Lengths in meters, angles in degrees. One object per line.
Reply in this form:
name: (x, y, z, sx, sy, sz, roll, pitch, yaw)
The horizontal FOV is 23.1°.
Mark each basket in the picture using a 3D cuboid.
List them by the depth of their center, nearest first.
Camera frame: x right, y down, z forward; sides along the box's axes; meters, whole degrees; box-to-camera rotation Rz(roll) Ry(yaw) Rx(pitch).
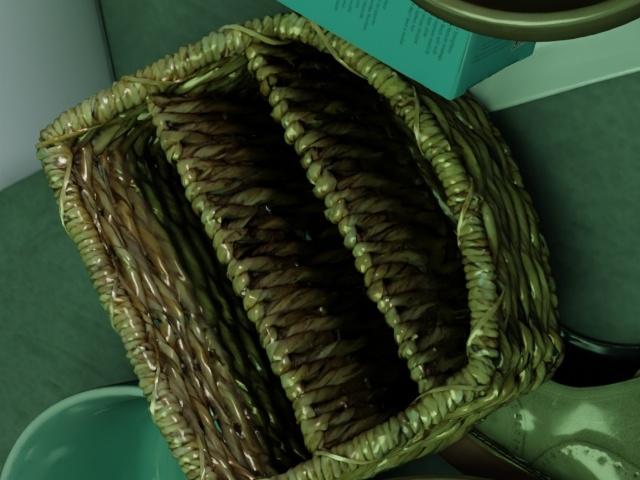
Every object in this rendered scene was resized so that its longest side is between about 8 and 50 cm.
basket: (0.000, 0.000, 1.019, 0.213, 0.223, 0.299, -36, 71, 33)

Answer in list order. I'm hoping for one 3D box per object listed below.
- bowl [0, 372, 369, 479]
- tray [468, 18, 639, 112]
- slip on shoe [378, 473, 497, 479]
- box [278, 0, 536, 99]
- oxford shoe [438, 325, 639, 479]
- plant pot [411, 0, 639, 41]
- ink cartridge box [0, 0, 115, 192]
bowl: (-0.080, 0.224, 1.227, 0.311, 0.163, 0.311, 10, 114, 23)
tray: (0.128, -0.228, 1.025, 0.145, 0.030, 0.270, -13, 103, 30)
slip on shoe: (0.139, 0.236, 1.007, 0.331, 0.101, 0.123, 14, 113, 17)
box: (0.022, -0.185, 1.023, 0.244, 0.100, 0.060, 33, 130, 24)
oxford shoe: (0.237, 0.150, 1.068, 0.348, 0.123, 0.130, 24, 116, 16)
plant pot: (0.134, -0.217, 0.917, 0.237, 0.110, 0.237, -3, 75, 12)
ink cartridge box: (-0.328, -0.144, 1.183, 0.270, 0.198, 0.197, -1, 110, 27)
